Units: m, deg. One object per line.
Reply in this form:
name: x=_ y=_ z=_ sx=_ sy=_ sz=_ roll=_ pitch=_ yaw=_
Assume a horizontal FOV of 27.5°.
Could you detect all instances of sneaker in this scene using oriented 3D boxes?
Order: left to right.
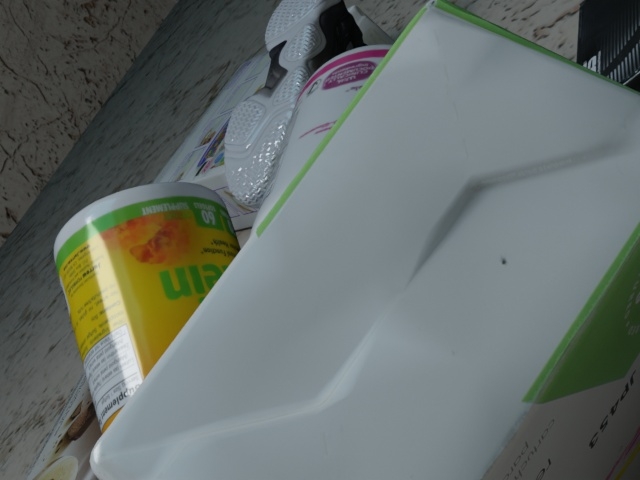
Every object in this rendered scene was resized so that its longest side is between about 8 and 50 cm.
sneaker: x=0.003 y=-0.124 z=1.311 sx=0.101 sy=0.153 sz=0.268 roll=-15 pitch=48 yaw=42

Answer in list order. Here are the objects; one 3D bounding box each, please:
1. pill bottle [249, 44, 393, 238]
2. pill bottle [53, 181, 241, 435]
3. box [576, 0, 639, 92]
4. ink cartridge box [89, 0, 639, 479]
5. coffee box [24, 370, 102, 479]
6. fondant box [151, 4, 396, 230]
pill bottle: x=0.035 y=-0.014 z=0.966 sx=0.160 sy=0.160 sz=0.283 roll=-39 pitch=21 yaw=31
pill bottle: x=-0.100 y=0.093 z=0.949 sx=0.136 sy=0.136 sz=0.245 roll=-37 pitch=62 yaw=35
box: x=0.263 y=-0.171 z=0.931 sx=0.184 sy=0.045 sz=0.190 roll=-36 pitch=21 yaw=32
ink cartridge box: x=0.068 y=0.093 z=0.559 sx=0.207 sy=0.119 sz=0.353 roll=-54 pitch=-27 yaw=-13
coffee box: x=-0.157 y=0.204 z=1.052 sx=0.168 sy=0.119 sz=0.297 roll=-35 pitch=22 yaw=40
fondant box: x=-0.062 y=-0.130 z=1.561 sx=0.238 sy=0.096 sz=0.330 roll=-56 pitch=17 yaw=-19
